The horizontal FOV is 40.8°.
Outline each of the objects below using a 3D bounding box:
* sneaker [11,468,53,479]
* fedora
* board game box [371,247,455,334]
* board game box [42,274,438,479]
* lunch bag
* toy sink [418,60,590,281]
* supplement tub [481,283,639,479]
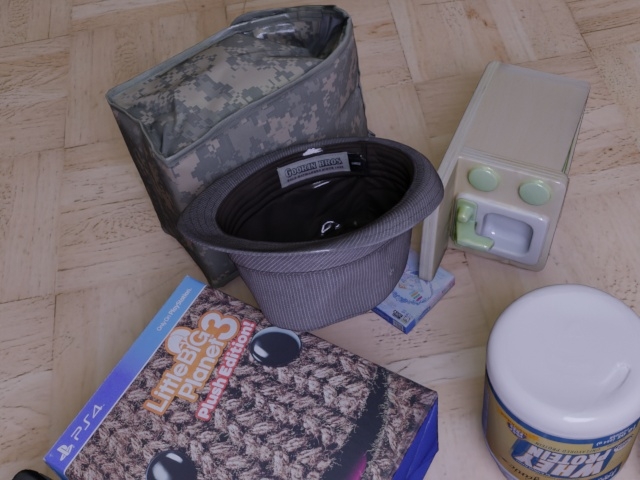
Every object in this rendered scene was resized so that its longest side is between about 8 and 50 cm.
[{"bbox_3d":[-0.235,0.327,0.780,0.229,0.086,0.132,44,77,10],"label":"sneaker"},{"bbox_3d":[0.000,0.000,0.844,0.244,0.124,0.275,3,29,22],"label":"fedora"},{"bbox_3d":[0.093,0.052,1.001,0.090,0.020,0.090,34,64,29],"label":"board game box"},{"bbox_3d":[-0.065,0.207,0.833,0.291,0.141,0.232,22,59,22],"label":"board game box"},{"bbox_3d":[-0.070,-0.126,1.022,0.287,0.235,0.169,-33,53,-16],"label":"lunch bag"},{"bbox_3d":[0.213,-0.063,0.975,0.131,0.152,0.234,17,52,17],"label":"toy sink"},{"bbox_3d":[0.223,0.149,0.798,0.145,0.199,0.144,-4,53,6],"label":"supplement tub"}]
